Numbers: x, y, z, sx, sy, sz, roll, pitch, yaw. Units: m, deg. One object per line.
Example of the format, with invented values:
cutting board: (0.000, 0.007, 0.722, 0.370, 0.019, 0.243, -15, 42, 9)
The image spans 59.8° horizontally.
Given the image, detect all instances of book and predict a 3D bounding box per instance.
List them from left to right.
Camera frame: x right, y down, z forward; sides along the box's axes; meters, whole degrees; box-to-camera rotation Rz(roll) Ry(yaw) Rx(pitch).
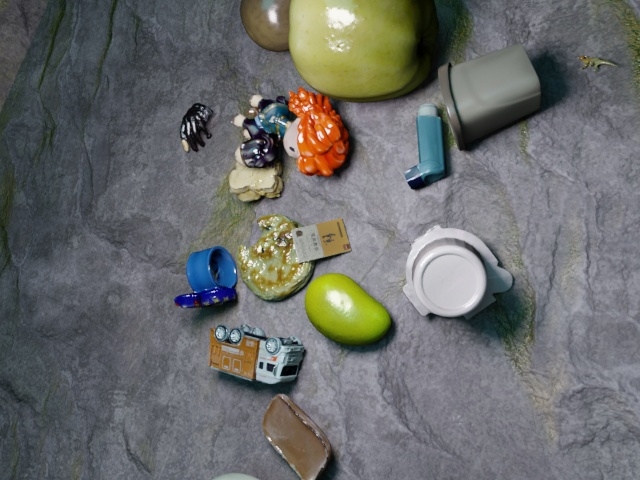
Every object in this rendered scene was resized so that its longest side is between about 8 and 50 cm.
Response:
book: (0.000, 0.000, 1.780, 0.172, 0.012, 0.118, -14, 69, -3)

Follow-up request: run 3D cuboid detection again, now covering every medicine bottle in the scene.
medicine bottle: (0.319, -0.286, 1.697, 0.124, 0.079, 0.259, -6, 73, 26)

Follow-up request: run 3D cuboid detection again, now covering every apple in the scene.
apple: (0.130, -0.641, 1.692, 0.473, 0.473, 0.474, -8, 72, 25)

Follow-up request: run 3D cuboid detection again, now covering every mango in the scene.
mango: (0.067, 0.212, 1.649, 0.273, 0.149, 0.185, 41, 94, 26)

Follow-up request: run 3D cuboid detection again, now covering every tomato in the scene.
tomato: (0.350, 0.039, 1.588, 0.155, 0.069, 0.156, 1, 95, 12)

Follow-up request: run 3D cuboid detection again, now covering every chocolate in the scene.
chocolate: (-0.059, 0.578, 1.647, 0.261, 0.083, 0.161, 43, 114, 30)

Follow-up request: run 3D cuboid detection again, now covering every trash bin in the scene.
trash bin: (0.476, -0.416, 1.585, 0.250, 0.220, 0.220, -20, 69, 14)

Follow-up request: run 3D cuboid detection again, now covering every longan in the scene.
longan: (-0.139, -0.827, 1.997, 0.300, 0.243, 0.301, 3, 100, 20)

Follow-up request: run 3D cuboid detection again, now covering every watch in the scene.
watch: (-0.376, 0.124, 1.880, 0.171, 0.196, 0.200, -11, 78, 14)

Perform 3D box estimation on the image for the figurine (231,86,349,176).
figurine: (-0.105, -0.353, 1.833, 0.411, 0.241, 0.306, 3, 51, 17)

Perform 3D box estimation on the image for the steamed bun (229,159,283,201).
steamed bun: (-0.218, -0.219, 1.945, 0.177, 0.106, 0.193, -6, 60, 12)

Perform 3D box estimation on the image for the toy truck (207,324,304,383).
toy truck: (-0.209, 0.364, 1.758, 0.305, 0.136, 0.163, 7, 86, 31)

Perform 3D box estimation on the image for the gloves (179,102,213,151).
gloves: (-0.491, -0.431, 2.143, 0.129, 0.106, 0.181, 20, 82, 28)

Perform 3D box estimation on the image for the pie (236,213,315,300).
pie: (-0.150, 0.057, 1.852, 0.302, 0.067, 0.303, -9, 70, 25)

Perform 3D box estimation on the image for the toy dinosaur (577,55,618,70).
toy dinosaur: (0.767, -0.493, 1.552, 0.041, 0.026, 0.113, -46, 50, -11)

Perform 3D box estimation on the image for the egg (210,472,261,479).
egg: (-0.191, 0.808, 1.566, 0.370, 0.230, 0.230, 23, 87, 25)

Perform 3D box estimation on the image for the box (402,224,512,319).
box: (0.359, 0.107, 1.451, 0.291, 0.206, 0.263, 12, 96, 12)
